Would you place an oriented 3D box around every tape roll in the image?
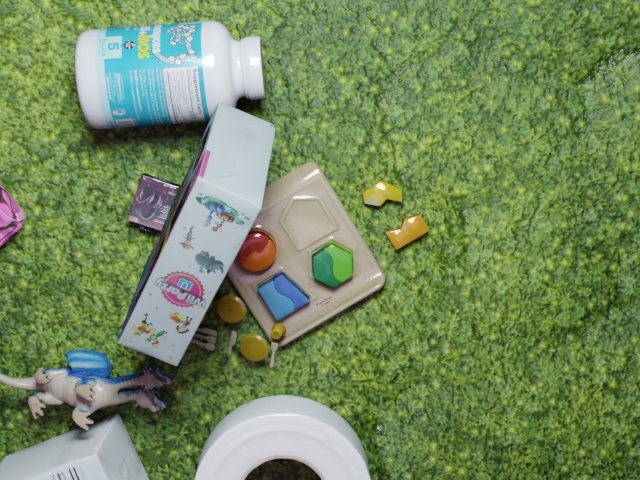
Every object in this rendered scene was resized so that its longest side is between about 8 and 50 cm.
[{"bbox_3d":[-0.061,0.395,1.698,0.286,0.100,0.286,0,100,-2],"label":"tape roll"}]

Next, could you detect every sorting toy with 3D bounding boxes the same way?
[{"bbox_3d":[0.000,0.000,1.662,0.307,0.041,0.229,-31,99,4],"label":"sorting toy"}]

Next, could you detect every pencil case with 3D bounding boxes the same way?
[{"bbox_3d":[-0.543,0.010,1.629,0.098,0.095,0.209,44,95,7],"label":"pencil case"}]

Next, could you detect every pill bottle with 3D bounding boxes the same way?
[{"bbox_3d":[-0.215,-0.244,1.566,0.264,0.146,0.146,-5,99,-1],"label":"pill bottle"}]

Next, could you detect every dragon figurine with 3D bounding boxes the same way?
[{"bbox_3d":[-0.378,0.223,1.669,0.289,0.144,0.085,9,101,17],"label":"dragon figurine"}]

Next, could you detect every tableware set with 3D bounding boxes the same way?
[{"bbox_3d":[-0.131,0.133,1.677,0.154,0.024,0.104,16,113,9],"label":"tableware set"}]

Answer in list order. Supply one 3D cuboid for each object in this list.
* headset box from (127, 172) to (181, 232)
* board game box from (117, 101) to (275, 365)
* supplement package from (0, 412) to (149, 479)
[{"bbox_3d":[-0.258,-0.055,1.653,0.062,0.032,0.083,19,97,-4],"label":"headset box"},{"bbox_3d":[-0.172,-0.009,1.508,0.097,0.224,0.303,22,122,-10],"label":"board game box"},{"bbox_3d":[-0.390,0.393,1.642,0.203,0.194,0.149,-22,98,3],"label":"supplement package"}]
